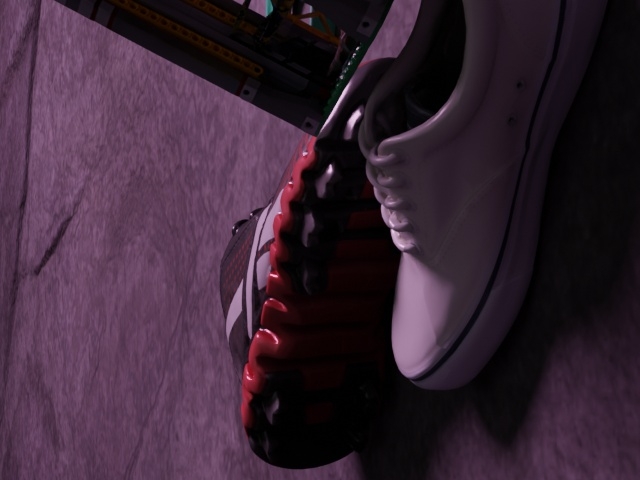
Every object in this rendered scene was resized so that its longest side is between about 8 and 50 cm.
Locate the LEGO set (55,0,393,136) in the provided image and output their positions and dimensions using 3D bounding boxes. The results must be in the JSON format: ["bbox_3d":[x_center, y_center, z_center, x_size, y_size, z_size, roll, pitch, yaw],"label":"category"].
[{"bbox_3d":[-0.016,-0.227,0.747,0.255,0.192,0.331,-65,5,-29],"label":"LEGO set"}]

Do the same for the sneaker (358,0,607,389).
[{"bbox_3d":[0.061,-0.041,0.773,0.094,0.091,0.258,-123,40,-57],"label":"sneaker"}]

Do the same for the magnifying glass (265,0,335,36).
[{"bbox_3d":[-0.026,-0.209,1.111,0.092,0.026,0.231,123,144,-54],"label":"magnifying glass"}]

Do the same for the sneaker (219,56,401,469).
[{"bbox_3d":[-0.001,0.000,0.921,0.135,0.097,0.276,-117,34,-48],"label":"sneaker"}]
